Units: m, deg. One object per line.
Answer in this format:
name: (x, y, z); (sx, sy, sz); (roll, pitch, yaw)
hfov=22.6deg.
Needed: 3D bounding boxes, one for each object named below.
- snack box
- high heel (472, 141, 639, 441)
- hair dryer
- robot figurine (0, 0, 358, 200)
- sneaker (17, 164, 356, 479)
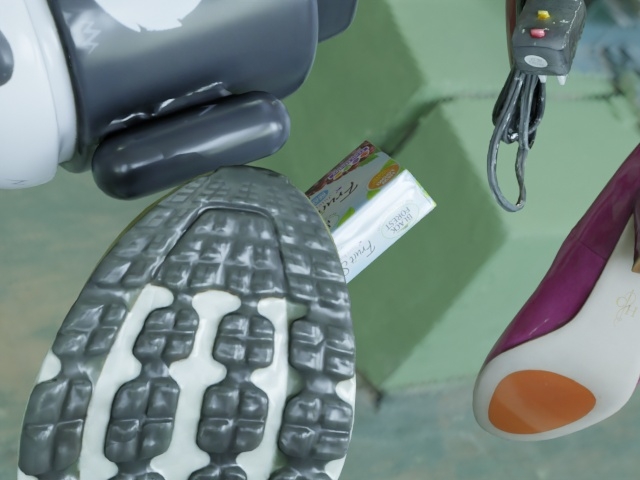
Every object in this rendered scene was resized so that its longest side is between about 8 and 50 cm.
snack box: (0.000, 0.000, 1.059); (0.037, 0.141, 0.100); (49, -1, -21)
high heel: (0.255, 0.034, 1.426); (0.127, 0.377, 0.181); (29, 46, -11)
hair dryer: (0.126, -0.188, 1.039); (0.080, 0.223, 0.294); (10, 66, 1)
robot figurine: (-0.111, -0.136, 0.892); (0.278, 0.174, 0.209); (-21, 24, -21)
sneaker: (-0.085, 0.139, 0.858); (0.158, 0.410, 0.182); (11, 21, -8)
